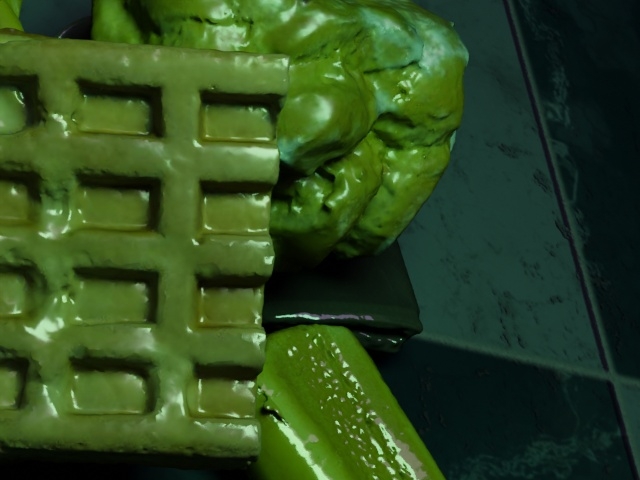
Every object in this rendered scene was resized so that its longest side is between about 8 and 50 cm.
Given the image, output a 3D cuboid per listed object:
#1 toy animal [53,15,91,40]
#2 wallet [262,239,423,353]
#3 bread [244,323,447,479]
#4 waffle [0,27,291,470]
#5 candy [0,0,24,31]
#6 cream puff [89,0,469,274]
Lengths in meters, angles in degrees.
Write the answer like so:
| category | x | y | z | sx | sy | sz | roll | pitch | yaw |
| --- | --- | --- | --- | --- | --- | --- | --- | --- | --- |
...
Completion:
| category | x | y | z | sx | sy | sz | roll | pitch | yaw |
| --- | --- | --- | --- | --- | --- | --- | --- | --- | --- |
| toy animal | -0.264 | -0.118 | 1.691 | 0.236 | 0.108 | 0.138 | -62 | 132 | -63 |
| wallet | 0.000 | 0.000 | 1.826 | 0.169 | 0.052 | 0.245 | 8 | 45 | -21 |
| bread | 0.042 | 0.247 | 1.594 | 0.166 | 0.112 | 0.383 | -17 | 67 | -42 |
| waffle | -0.184 | 0.008 | 1.454 | 0.304 | 0.077 | 0.348 | 3 | 86 | -6 |
| candy | -0.342 | -0.236 | 1.694 | 0.187 | 0.081 | 0.297 | 5 | 41 | -3 |
| cream puff | -0.053 | -0.118 | 1.692 | 0.378 | 0.275 | 0.378 | 21 | 17 | -7 |
